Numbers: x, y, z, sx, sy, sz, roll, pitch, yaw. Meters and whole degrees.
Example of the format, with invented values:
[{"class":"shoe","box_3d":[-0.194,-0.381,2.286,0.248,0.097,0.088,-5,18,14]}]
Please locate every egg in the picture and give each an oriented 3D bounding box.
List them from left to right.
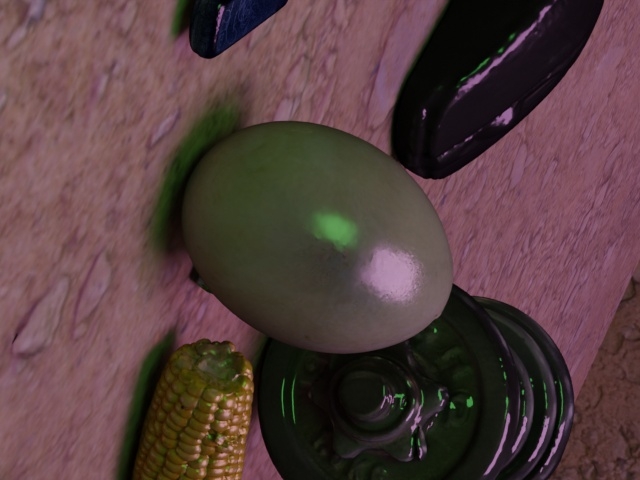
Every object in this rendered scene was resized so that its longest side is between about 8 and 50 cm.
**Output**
[{"class":"egg","box_3d":[0.000,0.000,0.924,0.114,0.152,0.114,-50,-158,28]}]

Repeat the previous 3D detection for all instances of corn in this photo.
[{"class":"corn","box_3d":[-0.078,0.147,1.028,0.067,0.067,0.206,-45,154,-51]}]

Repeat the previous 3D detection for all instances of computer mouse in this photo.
[{"class":"computer mouse","box_3d":[0.147,-0.154,1.273,0.269,0.086,0.137,-60,163,-13]}]

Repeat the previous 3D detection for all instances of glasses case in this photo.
[{"class":"glasses case","box_3d":[-0.040,-0.117,0.848,0.083,0.023,0.033,-47,150,-52]}]

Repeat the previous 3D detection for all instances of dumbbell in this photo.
[{"class":"dumbbell","box_3d":[0.079,0.117,1.282,0.179,0.179,0.406,-66,163,1]}]

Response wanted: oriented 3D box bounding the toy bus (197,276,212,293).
[{"class":"toy bus","box_3d":[-0.037,-0.005,0.992,0.083,0.037,0.031,-63,164,-6]}]
